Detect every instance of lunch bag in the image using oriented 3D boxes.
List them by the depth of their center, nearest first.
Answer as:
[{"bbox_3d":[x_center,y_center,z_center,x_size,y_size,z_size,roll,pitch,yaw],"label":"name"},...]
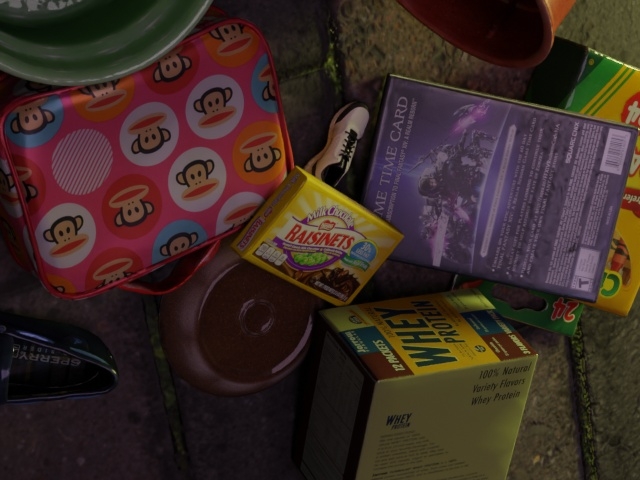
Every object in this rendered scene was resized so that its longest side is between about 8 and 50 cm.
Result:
[{"bbox_3d":[-0.170,-0.072,1.808,0.293,0.120,0.258,-22,117,-21],"label":"lunch bag"}]

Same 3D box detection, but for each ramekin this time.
[{"bbox_3d":[-0.238,-0.301,1.674,0.303,0.148,0.303,-9,111,-25],"label":"ramekin"}]

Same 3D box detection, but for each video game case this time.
[{"bbox_3d":[0.184,-0.055,1.993,0.274,0.026,0.196,12,100,-3],"label":"video game case"}]

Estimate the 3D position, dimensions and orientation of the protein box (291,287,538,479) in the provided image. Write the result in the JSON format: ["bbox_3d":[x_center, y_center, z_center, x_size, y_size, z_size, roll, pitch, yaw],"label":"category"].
[{"bbox_3d":[0.097,0.179,2.006,0.199,0.136,0.201,-7,125,-27],"label":"protein box"}]

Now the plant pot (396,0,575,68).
[{"bbox_3d":[0.198,-0.359,1.845,0.265,0.272,0.272,-49,123,-15],"label":"plant pot"}]

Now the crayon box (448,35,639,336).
[{"bbox_3d":[0.291,-0.046,2.095,0.202,0.081,0.319,16,99,-32],"label":"crayon box"}]

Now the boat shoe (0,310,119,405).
[{"bbox_3d":[-0.315,0.109,1.808,0.258,0.089,0.109,-3,108,-28],"label":"boat shoe"}]

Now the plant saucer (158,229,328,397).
[{"bbox_3d":[-0.072,0.077,1.964,0.198,0.036,0.199,-9,110,-26],"label":"plant saucer"}]

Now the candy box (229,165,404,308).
[{"bbox_3d":[0.000,0.000,1.902,0.105,0.027,0.206,-53,145,6],"label":"candy box"}]

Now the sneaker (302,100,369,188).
[{"bbox_3d":[0.023,-0.094,1.953,0.040,0.043,0.109,29,90,-31],"label":"sneaker"}]
